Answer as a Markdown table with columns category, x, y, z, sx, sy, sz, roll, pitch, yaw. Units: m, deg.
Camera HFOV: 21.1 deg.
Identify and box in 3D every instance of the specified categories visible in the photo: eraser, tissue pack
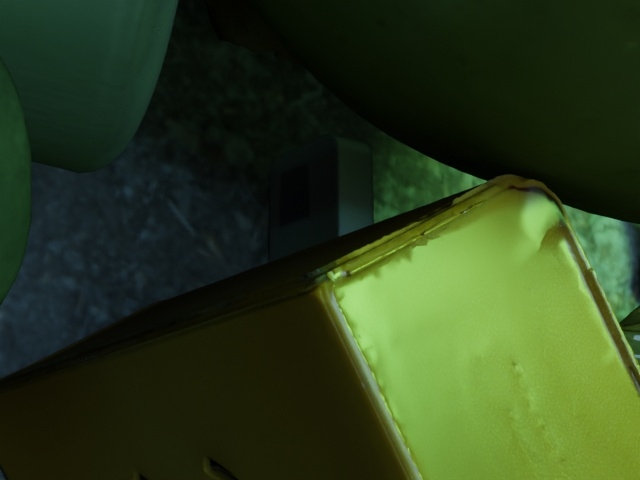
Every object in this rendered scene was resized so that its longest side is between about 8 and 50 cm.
| category | x | y | z | sx | sy | sz | roll | pitch | yaw |
| --- | --- | --- | --- | --- | --- | --- | --- | --- | --- |
| eraser | 0.000 | 0.000 | 0.915 | 0.026 | 0.065 | 0.105 | 12 | 69 | -37 |
| tissue pack | 0.000 | 0.101 | 0.753 | 0.145 | 0.274 | 0.194 | -32 | 98 | -40 |

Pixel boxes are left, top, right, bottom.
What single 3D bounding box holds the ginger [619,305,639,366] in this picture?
| category | x | y | z | sx | sy | sz | roll | pitch | yaw |
| --- | --- | --- | --- | --- | --- | --- | --- | --- | --- |
| ginger | 0.242 | 0.033 | 1.081 | 0.290 | 0.084 | 0.122 | -40 | 109 | -37 |

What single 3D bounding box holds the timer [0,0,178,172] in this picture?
| category | x | y | z | sx | sy | sz | roll | pitch | yaw |
| --- | --- | --- | --- | --- | --- | --- | --- | --- | --- |
| timer | -0.228 | -0.182 | 0.693 | 0.315 | 0.291 | 0.290 | 3 | 74 | -17 |

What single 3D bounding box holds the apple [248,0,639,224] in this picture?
| category | x | y | z | sx | sy | sz | roll | pitch | yaw |
| --- | --- | --- | --- | --- | --- | --- | --- | --- | --- |
| apple | 0.166 | -0.242 | 0.730 | 0.474 | 0.474 | 0.473 | 12 | 71 | -35 |

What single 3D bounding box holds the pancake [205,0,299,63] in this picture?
| category | x | y | z | sx | sy | sz | roll | pitch | yaw |
| --- | --- | --- | --- | --- | --- | --- | --- | --- | --- |
| pancake | -0.009 | -0.198 | 0.969 | 0.257 | 0.056 | 0.212 | 55 | 49 | -12 |

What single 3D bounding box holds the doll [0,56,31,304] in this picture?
| category | x | y | z | sx | sy | sz | roll | pitch | yaw |
| --- | --- | --- | --- | --- | --- | --- | --- | --- | --- |
| doll | -0.319 | -0.066 | 0.530 | 0.379 | 0.252 | 0.382 | -29 | 119 | -28 |
